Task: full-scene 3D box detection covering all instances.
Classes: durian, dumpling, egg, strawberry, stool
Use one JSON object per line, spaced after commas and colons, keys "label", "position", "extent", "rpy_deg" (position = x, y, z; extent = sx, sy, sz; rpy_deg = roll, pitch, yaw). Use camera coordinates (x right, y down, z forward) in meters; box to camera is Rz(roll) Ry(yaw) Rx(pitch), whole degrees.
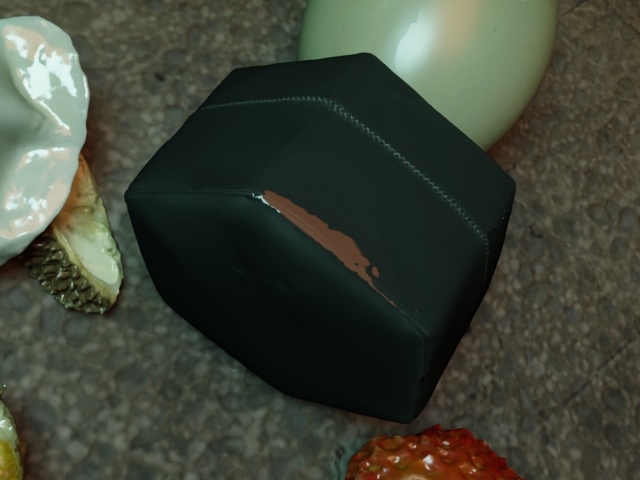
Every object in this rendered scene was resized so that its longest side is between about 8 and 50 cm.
{"label": "durian", "position": [-0.167, -0.013, 0.553], "extent": [0.066, 0.052, 0.130], "rpy_deg": [-13, 77, -28]}
{"label": "dumpling", "position": [-0.247, -0.049, 0.495], "extent": [0.229, 0.124, 0.151], "rpy_deg": [-13, 99, -7]}
{"label": "egg", "position": [0.077, -0.150, 0.631], "extent": [0.186, 0.186, 0.241], "rpy_deg": [35, 69, -11]}
{"label": "strawberry", "position": [0.111, 0.212, 0.577], "extent": [0.236, 0.107, 0.175], "rpy_deg": [1, 74, -25]}
{"label": "stool", "position": [0.000, 0.000, 0.534], "extent": [0.232, 0.232, 0.141], "rpy_deg": [39, 61, -9]}

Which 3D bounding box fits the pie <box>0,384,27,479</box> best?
{"label": "pie", "position": [-0.248, 0.155, 0.444], "extent": [0.179, 0.084, 0.205], "rpy_deg": [10, 72, -20]}
